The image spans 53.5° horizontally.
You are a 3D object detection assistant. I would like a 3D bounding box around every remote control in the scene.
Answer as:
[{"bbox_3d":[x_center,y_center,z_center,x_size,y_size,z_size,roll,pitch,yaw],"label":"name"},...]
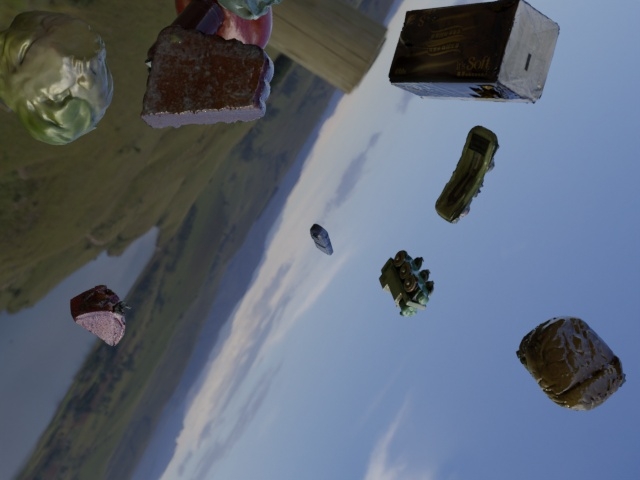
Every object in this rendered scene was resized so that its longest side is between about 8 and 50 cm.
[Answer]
[{"bbox_3d":[0.001,-0.001,1.357,0.027,0.044,0.152,-61,167,-10],"label":"remote control"}]

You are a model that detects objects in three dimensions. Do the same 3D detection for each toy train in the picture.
[{"bbox_3d":[0.221,0.111,1.627,0.125,0.081,0.194,-58,-153,27],"label":"toy train"}]

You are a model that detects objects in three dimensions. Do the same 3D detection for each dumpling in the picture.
[{"bbox_3d":[-0.170,-0.554,1.382,0.149,0.217,0.104,-29,147,-50],"label":"dumpling"}]

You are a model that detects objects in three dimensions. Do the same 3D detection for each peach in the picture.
[{"bbox_3d":[-0.249,-0.619,1.693,0.249,0.274,0.245,-35,165,-14],"label":"peach"}]

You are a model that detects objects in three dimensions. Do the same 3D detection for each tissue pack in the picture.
[{"bbox_3d":[0.371,-0.450,1.558,0.370,0.198,0.209,17,-90,51],"label":"tissue pack"}]

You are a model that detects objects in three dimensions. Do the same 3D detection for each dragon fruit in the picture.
[{"bbox_3d":[-0.469,0.153,1.395,0.096,0.102,0.147,-39,146,-3],"label":"dragon fruit"}]

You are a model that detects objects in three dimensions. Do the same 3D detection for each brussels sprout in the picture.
[{"bbox_3d":[-0.605,-0.378,1.429,0.243,0.273,0.316,-14,147,-42],"label":"brussels sprout"}]

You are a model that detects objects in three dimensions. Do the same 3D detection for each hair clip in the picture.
[{"bbox_3d":[0.488,-0.206,2.060,0.138,0.091,0.321,48,-61,52],"label":"hair clip"}]

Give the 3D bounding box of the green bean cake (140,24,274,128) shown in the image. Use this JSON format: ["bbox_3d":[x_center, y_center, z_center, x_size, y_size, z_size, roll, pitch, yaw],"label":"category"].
[{"bbox_3d":[-0.215,-0.297,1.227,0.097,0.233,0.198,-38,139,-82],"label":"green bean cake"}]

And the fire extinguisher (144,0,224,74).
[{"bbox_3d":[-0.327,-0.454,1.493,0.268,0.105,0.105,-63,-170,-31],"label":"fire extinguisher"}]

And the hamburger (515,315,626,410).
[{"bbox_3d":[0.522,0.247,1.325,0.183,0.206,0.129,-21,143,-23],"label":"hamburger"}]
